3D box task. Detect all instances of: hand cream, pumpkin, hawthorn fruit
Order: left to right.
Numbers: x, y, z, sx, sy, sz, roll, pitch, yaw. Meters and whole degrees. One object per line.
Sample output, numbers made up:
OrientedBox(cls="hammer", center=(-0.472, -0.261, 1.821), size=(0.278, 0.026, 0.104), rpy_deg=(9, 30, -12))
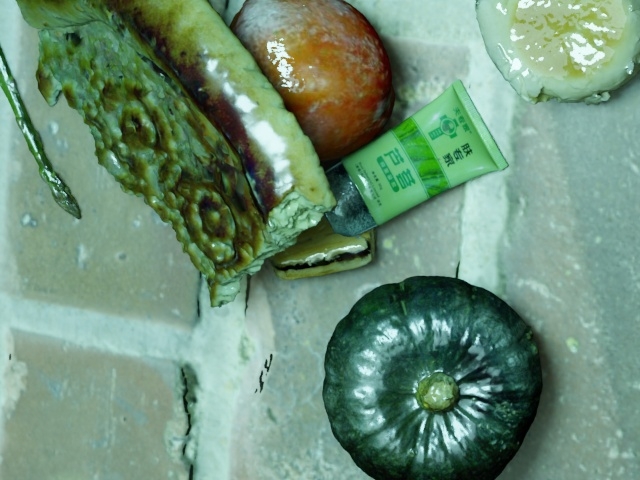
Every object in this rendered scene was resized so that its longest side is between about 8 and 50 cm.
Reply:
OrientedBox(cls="hawthorn fruit", center=(-0.015, -0.149, 1.817), size=(0.173, 0.173, 0.173), rpy_deg=(3, 101, 15))
OrientedBox(cls="hand cream", center=(0.078, -0.069, 1.855), size=(0.175, 0.046, 0.095), rpy_deg=(-29, 89, 0))
OrientedBox(cls="pumpkin", center=(0.105, 0.136, 1.841), size=(0.211, 0.152, 0.212), rpy_deg=(2, 103, 10))

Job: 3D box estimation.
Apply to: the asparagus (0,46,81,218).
OrientedBox(cls="asparagus", center=(-0.298, -0.124, 1.977), size=(0.233, 0.023, 0.022), rpy_deg=(64, 153, -2))

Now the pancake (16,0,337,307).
OrientedBox(cls="pancake", center=(-0.158, -0.123, 1.807), size=(0.427, 0.067, 0.305), rpy_deg=(49, 144, 18))

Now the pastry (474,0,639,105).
OrientedBox(cls="pastry", center=(0.227, -0.200, 1.779), size=(0.166, 0.088, 0.166), rpy_deg=(3, 100, 16))

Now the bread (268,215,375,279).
OrientedBox(cls="bread", center=(0.000, 0.000, 1.900), size=(0.106, 0.053, 0.072), rpy_deg=(-9, 74, 15))
